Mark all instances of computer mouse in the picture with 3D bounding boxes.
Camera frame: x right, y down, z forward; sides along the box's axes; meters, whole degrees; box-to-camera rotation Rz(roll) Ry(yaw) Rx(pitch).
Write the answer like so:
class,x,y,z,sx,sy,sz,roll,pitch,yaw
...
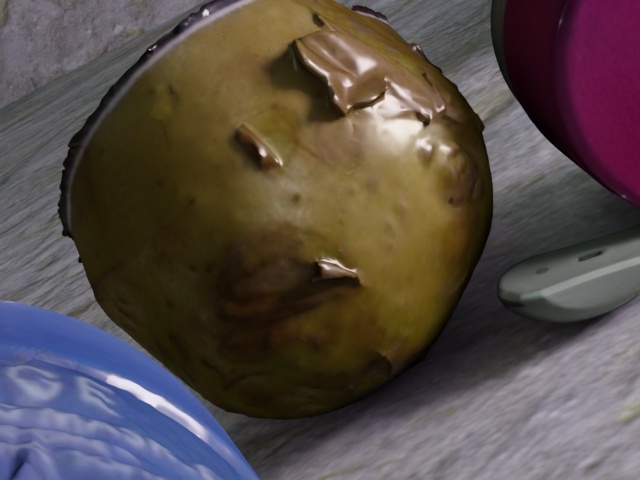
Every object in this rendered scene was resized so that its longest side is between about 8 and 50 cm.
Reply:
class,x,y,z,sx,sy,sz,roll,pitch,yaw
computer mouse,0.147,0.020,0.819,0.110,0.032,0.056,-18,19,10

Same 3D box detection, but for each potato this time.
class,x,y,z,sx,sy,sz,roll,pitch,yaw
potato,0.000,0.000,0.914,0.246,0.196,0.299,-42,-16,14

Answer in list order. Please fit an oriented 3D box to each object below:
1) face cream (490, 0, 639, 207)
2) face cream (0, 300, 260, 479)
class,x,y,z,sx,sy,sz,roll,pitch,yaw
face cream,0.193,-0.114,0.876,0.175,0.175,0.195,-31,15,3
face cream,-0.108,0.159,0.474,0.249,0.249,0.225,-34,18,-7
